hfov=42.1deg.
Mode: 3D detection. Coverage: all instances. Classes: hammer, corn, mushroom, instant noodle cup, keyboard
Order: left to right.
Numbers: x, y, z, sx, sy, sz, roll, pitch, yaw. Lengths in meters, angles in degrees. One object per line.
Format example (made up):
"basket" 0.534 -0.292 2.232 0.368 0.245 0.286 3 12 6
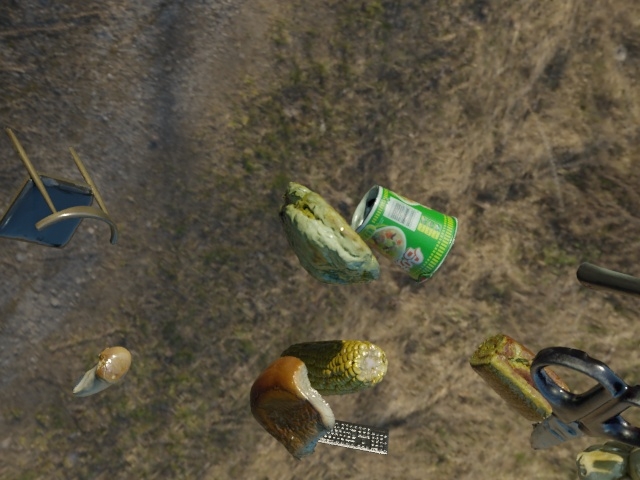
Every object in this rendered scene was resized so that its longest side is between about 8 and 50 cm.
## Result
"mushroom" -0.490 0.303 1.848 0.071 0.209 0.084 27 50 -25
"corn" 0.007 0.222 1.436 0.101 0.310 0.102 3 82 -25
"keyboard" 0.040 0.387 1.671 0.198 0.064 0.010 11 130 -1
"instant noodle cup" 0.210 -0.027 2.184 0.232 0.207 0.207 30 90 -13
"hammer" 0.433 0.072 0.982 0.111 0.287 0.033 41 75 -37

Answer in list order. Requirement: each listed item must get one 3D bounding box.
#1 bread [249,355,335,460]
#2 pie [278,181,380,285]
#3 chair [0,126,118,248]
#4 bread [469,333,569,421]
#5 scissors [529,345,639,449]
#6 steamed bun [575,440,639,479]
"bread" -0.043 0.221 1.085 0.044 0.126 0.129 -24 159 -47
"pie" 0.000 0.000 1.283 0.090 0.201 0.248 -40 178 -7
"chair" -0.534 -0.065 1.625 0.166 0.272 0.188 -53 147 14
"bread" 0.380 0.262 1.592 0.172 0.132 0.103 41 76 -2
"scissors" 0.199 0.143 0.657 0.022 0.109 0.300 -56 166 -15
"steamed bun" 0.429 0.308 1.123 0.192 0.106 0.177 -6 153 -49
